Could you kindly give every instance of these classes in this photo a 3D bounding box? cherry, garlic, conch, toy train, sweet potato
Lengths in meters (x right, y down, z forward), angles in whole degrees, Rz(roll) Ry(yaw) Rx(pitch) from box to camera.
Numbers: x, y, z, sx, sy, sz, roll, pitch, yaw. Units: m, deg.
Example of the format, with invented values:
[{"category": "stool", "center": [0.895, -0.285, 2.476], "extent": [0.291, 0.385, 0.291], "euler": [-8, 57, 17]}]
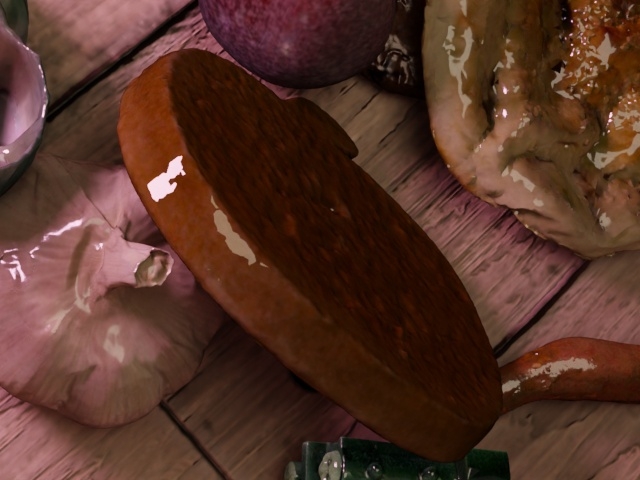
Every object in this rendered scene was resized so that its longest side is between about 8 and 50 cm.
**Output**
[{"category": "cherry", "center": [-0.015, -0.205, 1.434], "extent": [0.176, 0.176, 0.140], "euler": [45, 60, -6]}, {"category": "garlic", "center": [-0.163, 0.026, 1.297], "extent": [0.219, 0.212, 0.218], "euler": [3, 80, -17]}, {"category": "conch", "center": [-0.298, -0.141, 1.311], "extent": [0.220, 0.195, 0.277], "euler": [1, 37, 9]}, {"category": "toy train", "center": [0.060, 0.194, 1.403], "extent": [0.171, 0.111, 0.071], "euler": [9, 70, -21]}, {"category": "sweet potato", "center": [0.230, 0.121, 1.522], "extent": [0.255, 0.058, 0.078], "euler": [-3, 98, -19]}]

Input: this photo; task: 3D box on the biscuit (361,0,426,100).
[{"category": "biscuit", "center": [0.093, -0.212, 1.558], "extent": [0.192, 0.049, 0.192], "euler": [4, 79, -21]}]

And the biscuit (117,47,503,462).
[{"category": "biscuit", "center": [-0.007, 0.005, 1.357], "extent": [0.394, 0.070, 0.350], "euler": [42, 21, -25]}]

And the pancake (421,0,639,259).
[{"category": "pancake", "center": [0.244, -0.175, 1.571], "extent": [0.387, 0.082, 0.386], "euler": [6, 78, -30]}]
